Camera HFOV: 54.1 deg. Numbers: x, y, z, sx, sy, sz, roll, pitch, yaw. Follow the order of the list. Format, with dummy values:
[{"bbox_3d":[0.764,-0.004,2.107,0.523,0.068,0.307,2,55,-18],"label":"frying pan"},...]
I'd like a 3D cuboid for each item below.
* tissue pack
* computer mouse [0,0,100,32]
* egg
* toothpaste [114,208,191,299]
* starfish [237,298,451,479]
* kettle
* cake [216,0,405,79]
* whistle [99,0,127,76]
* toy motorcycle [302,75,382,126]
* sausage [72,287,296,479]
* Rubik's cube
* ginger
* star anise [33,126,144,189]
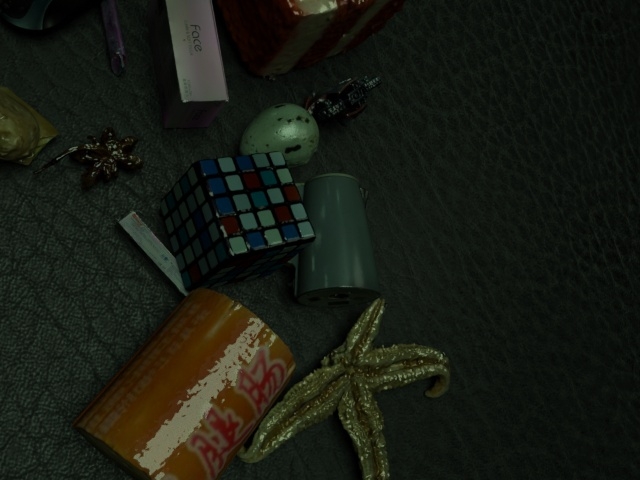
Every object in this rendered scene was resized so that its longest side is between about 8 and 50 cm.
[{"bbox_3d":[-0.254,-0.350,1.178,0.092,0.148,0.246,-7,83,-27],"label":"tissue pack"},{"bbox_3d":[-0.475,-0.469,1.115,0.233,0.096,0.137,-40,92,-18],"label":"computer mouse"},{"bbox_3d":[-0.081,-0.196,1.232,0.164,0.131,0.131,-33,93,-15],"label":"egg"},{"bbox_3d":[-0.286,0.031,1.122,0.040,0.047,0.196,-44,97,-24],"label":"toothpaste"},{"bbox_3d":[0.074,0.326,1.198,0.324,0.082,0.432,48,58,-12],"label":"starfish"},{"bbox_3d":[0.000,0.000,1.228,0.211,0.160,0.243,-6,71,3],"label":"kettle"},{"bbox_3d":[-0.027,-0.519,1.254,0.319,0.269,0.270,-29,91,-29],"label":"cake"},{"bbox_3d":[-0.392,-0.398,1.186,0.033,0.033,0.176,-8,81,-27],"label":"whistle"},{"bbox_3d":[0.041,-0.295,1.333,0.213,0.122,0.082,-41,120,-40],"label":"toy motorcycle"},{"bbox_3d":[-0.207,0.255,1.004,0.233,0.233,0.287,45,64,-9],"label":"sausage"},{"bbox_3d":[-0.148,-0.033,1.102,0.182,0.187,0.184,-11,77,-37],"label":"Rubik's cube"},{"bbox_3d":[-0.549,-0.206,1.024,0.193,0.122,0.115,35,85,-7],"label":"ginger"},{"bbox_3d":[-0.404,-0.142,1.100,0.191,0.070,0.097,-29,93,-26],"label":"star anise"}]
